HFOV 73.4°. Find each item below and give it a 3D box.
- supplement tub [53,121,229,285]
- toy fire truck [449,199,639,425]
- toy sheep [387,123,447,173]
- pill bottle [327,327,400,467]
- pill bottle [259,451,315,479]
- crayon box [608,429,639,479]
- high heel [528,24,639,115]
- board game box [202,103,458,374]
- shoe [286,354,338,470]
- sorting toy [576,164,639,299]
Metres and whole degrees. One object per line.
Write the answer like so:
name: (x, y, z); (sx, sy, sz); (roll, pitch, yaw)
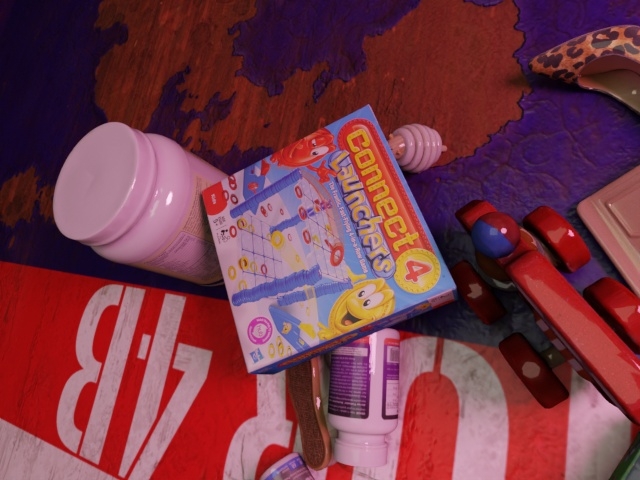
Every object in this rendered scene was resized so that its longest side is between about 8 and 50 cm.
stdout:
supplement tub: (-0.281, -0.053, 0.806); (0.235, 0.325, 0.236); (-9, 70, 26)
toy fire truck: (0.268, 0.061, 0.521); (0.169, 0.254, 0.302); (-37, 61, 13)
toy sheep: (0.162, -0.156, 0.735); (0.091, 0.132, 0.091); (31, 126, 55)
pill bottle: (0.066, 0.233, 0.660); (0.108, 0.108, 0.194); (-3, 73, 27)
pill bottle: (-0.031, 0.416, 0.672); (0.078, 0.078, 0.137); (-45, 60, 9)
crayon box: (0.454, 0.333, 0.438); (0.278, 0.081, 0.165); (32, 91, 31)
high heel: (0.432, -0.202, 0.611); (0.261, 0.093, 0.186); (8, 76, 24)
board game box: (0.000, 0.000, 0.646); (0.301, 0.086, 0.308); (-25, 67, 11)
shoe: (-0.008, 0.264, 0.726); (0.076, 0.058, 0.219); (-33, 56, 38)
sorting toy: (0.502, 0.017, 0.512); (0.229, 0.041, 0.307); (-41, 60, 35)
